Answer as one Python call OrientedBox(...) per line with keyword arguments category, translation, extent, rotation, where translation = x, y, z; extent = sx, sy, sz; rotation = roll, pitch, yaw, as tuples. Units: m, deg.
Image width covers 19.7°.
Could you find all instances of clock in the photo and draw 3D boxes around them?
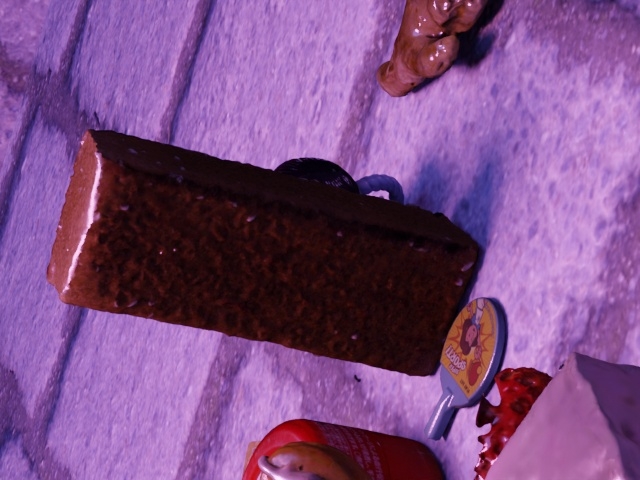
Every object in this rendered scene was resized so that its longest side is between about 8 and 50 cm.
OrientedBox(category="clock", translation=(0.000, 0.000, 1.980), extent=(0.100, 0.194, 0.195), rotation=(49, 134, 36))

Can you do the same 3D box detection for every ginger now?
OrientedBox(category="ginger", translation=(0.138, -0.277, 1.957), extent=(0.333, 0.080, 0.166), rotation=(-62, 16, 24))

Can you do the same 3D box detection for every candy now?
OrientedBox(category="candy", translation=(0.229, 0.208, 1.441), extent=(0.195, 0.137, 0.184), rotation=(-61, 29, 28))

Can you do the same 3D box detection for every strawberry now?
OrientedBox(category="strawberry", translation=(0.177, 0.179, 1.603), extent=(0.145, 0.086, 0.145), rotation=(3, -90, -80))

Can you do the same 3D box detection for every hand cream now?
OrientedBox(category="hand cream", translation=(0.014, 0.295, 1.857), extent=(0.230, 0.149, 0.230), rotation=(-37, 47, 53))

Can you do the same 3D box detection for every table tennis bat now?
OrientedBox(category="table tennis bat", translation=(0.140, 0.128, 1.822), extent=(0.155, 0.019, 0.100), rotation=(-66, 27, 19))

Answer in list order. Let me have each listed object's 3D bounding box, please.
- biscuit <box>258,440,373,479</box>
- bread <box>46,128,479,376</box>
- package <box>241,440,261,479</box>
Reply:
OrientedBox(category="biscuit", translation=(0.016, 0.408, 1.646), extent=(0.064, 0.283, 0.432), rotation=(-41, -28, -67))
OrientedBox(category="bread", translation=(-0.056, 0.016, 1.821), extent=(0.113, 0.417, 0.165), rotation=(46, 118, 61))
OrientedBox(category="package", translation=(-0.062, 0.295, 2.143), extent=(0.071, 0.047, 0.131), rotation=(-20, 58, 59))
